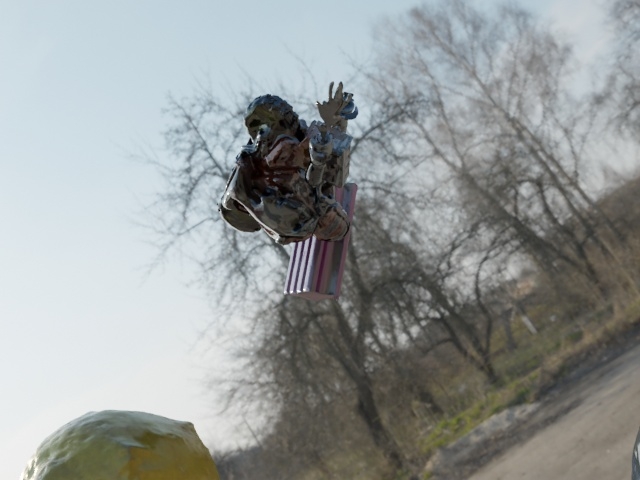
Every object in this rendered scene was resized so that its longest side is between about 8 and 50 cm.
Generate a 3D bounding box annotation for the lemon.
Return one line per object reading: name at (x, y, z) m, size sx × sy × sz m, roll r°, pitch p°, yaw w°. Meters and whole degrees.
lemon at (-0.242, 0.321, 0.860) m, size 0.233 × 0.233 × 0.288 m, roll -35°, pitch -31°, yaw 6°

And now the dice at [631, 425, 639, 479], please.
dice at (0.306, 0.179, 0.421) m, size 0.181 × 0.183 × 0.182 m, roll -6°, pitch -41°, yaw 6°

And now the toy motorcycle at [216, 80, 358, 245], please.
toy motorcycle at (-0.027, -0.108, 0.993) m, size 0.134 × 0.207 × 0.401 m, roll -59°, pitch -3°, yaw -39°

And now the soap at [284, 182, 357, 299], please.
soap at (0.000, 0.000, 1.214) m, size 0.065 × 0.203 × 0.122 m, roll 15°, pitch -12°, yaw -22°
